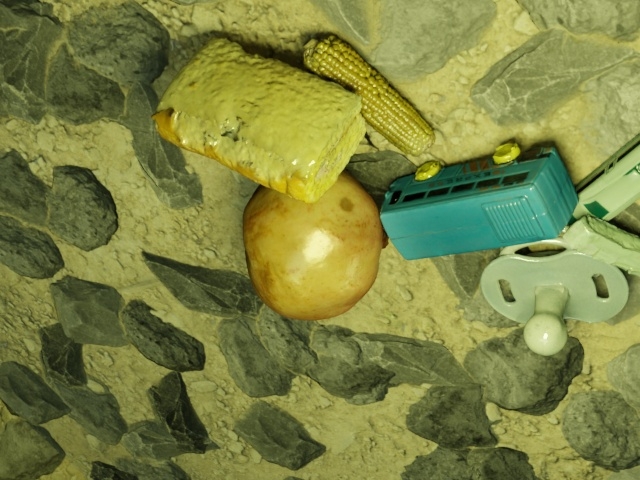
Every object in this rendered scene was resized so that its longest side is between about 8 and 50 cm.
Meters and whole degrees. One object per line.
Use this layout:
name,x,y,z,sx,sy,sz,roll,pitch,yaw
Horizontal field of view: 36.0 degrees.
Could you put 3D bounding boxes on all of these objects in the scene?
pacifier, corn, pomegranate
pacifier,0.456,0.122,1.971,0.300,0.233,0.244,-6,136,27
corn,0.094,-0.282,1.925,0.320,0.097,0.097,41,131,-11
pomegranate,0.000,0.000,2.043,0.338,0.338,0.338,12,129,15

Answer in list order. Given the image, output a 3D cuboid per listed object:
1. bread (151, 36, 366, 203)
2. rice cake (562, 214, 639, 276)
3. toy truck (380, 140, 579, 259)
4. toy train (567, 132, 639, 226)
bread,-0.124,-0.232,1.908,0.375,0.236,0.165,27,159,24
rice cake,0.623,0.037,1.902,0.336,0.063,0.066,23,133,-11
toy truck,0.297,-0.072,1.929,0.385,0.162,0.161,-9,123,40
toy train,0.582,-0.124,1.827,0.086,0.088,0.407,37,132,-8
